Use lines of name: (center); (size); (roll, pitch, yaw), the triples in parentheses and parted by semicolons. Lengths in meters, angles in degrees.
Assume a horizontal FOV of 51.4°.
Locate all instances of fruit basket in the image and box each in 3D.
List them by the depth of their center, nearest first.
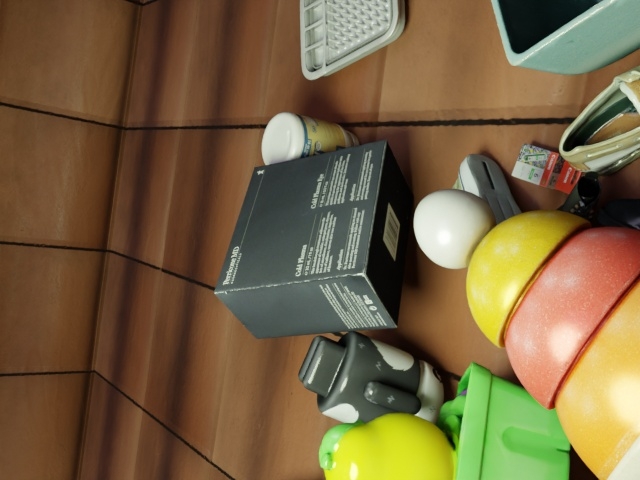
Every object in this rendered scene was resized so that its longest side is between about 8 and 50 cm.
fruit basket: (0.180, 0.376, 1.024); (0.283, 0.392, 0.392); (76, 180, -66)

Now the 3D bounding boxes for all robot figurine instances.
robot figurine: (0.103, 0.277, 1.283); (0.209, 0.278, 0.173); (-78, 14, -55)

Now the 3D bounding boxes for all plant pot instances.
plant pot: (0.425, -0.395, 0.989); (0.247, 0.252, 0.248); (-30, 63, 46)

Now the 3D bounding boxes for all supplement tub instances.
supplement tub: (-0.020, -0.213, 1.555); (0.144, 0.200, 0.144); (-9, 78, 51)

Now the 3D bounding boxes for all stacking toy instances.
stacking toy: (0.326, 0.072, 0.906); (0.480, 0.350, 0.350); (39, 116, 32)

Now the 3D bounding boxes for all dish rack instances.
dish rack: (0.080, -0.549, 1.581); (0.333, 0.072, 0.285); (-14, 74, 50)

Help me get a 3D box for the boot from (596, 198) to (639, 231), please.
boot: (0.538, -0.073, 0.928); (0.246, 0.094, 0.207); (31, 113, 41)

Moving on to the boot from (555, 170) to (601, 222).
boot: (0.383, -0.001, 1.032); (0.137, 0.077, 0.198); (100, -175, -55)

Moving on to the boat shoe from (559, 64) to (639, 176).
boat shoe: (0.495, -0.208, 0.994); (0.302, 0.103, 0.113); (-48, 50, 34)

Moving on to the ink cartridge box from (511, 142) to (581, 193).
ink cartridge box: (0.397, -0.125, 1.164); (0.115, 0.029, 0.063); (32, 109, 49)

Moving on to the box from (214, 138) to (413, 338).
box: (0.000, 0.000, 1.338); (0.312, 0.179, 0.343); (-7, 48, 25)

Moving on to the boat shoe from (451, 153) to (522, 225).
boat shoe: (0.298, -0.031, 1.188); (0.302, 0.109, 0.094); (-87, 12, -46)
